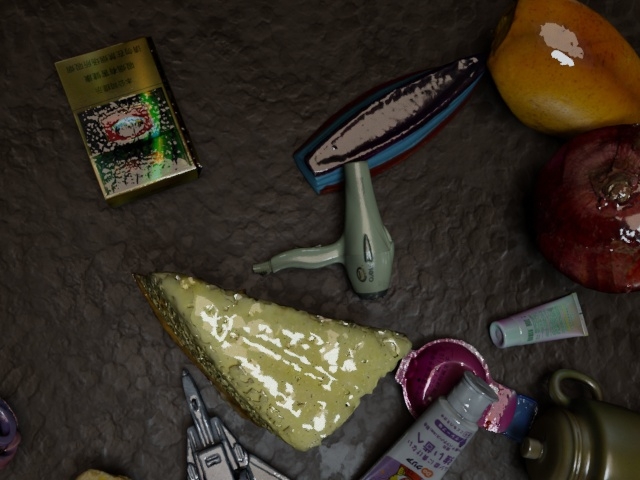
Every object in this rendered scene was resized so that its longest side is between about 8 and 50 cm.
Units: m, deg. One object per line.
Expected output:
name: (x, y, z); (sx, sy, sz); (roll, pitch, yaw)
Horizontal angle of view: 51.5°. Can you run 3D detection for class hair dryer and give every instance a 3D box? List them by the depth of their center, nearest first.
hair dryer: (0.019, -0.027, 1.072); (0.224, 0.088, 0.219); (13, 95, 1)

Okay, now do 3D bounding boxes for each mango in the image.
mango: (0.427, -0.269, 1.128); (0.350, 0.199, 0.201); (34, 105, -15)

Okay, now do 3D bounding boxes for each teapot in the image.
teapot: (0.394, 0.322, 1.023); (0.175, 0.186, 0.268); (15, 53, -8)

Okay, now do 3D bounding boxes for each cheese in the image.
cheese: (0.236, 0.248, 1.073); (0.244, 0.062, 0.155); (24, 80, -6)

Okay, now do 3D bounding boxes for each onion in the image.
onion: (0.473, -0.051, 1.059); (0.275, 0.276, 0.277); (1, 81, -7)

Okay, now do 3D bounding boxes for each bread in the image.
bread: (-0.066, 0.112, 0.962); (0.279, 0.248, 0.316); (-33, 99, -16)

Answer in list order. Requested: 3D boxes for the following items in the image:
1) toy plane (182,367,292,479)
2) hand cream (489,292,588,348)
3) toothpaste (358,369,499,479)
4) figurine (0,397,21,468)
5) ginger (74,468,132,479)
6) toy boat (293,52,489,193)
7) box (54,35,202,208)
toy plane: (-0.161, 0.318, 0.995); (0.212, 0.088, 0.268); (-20, 84, -11)
hand cream: (0.372, 0.142, 1.121); (0.174, 0.047, 0.076); (-11, 82, -18)
toothpaste: (0.153, 0.331, 1.013); (0.114, 0.073, 0.299); (35, 102, -3)
figurine: (-0.509, 0.282, 0.955); (0.156, 0.126, 0.114); (-22, 44, 24)
ginger: (-0.346, 0.550, 0.932); (0.363, 0.122, 0.348); (-37, 89, -17)
toy boat: (0.137, -0.215, 1.132); (0.392, 0.079, 0.136); (-32, 87, -8)
box: (-0.306, -0.191, 1.066); (0.159, 0.071, 0.240); (-21, 85, -13)
